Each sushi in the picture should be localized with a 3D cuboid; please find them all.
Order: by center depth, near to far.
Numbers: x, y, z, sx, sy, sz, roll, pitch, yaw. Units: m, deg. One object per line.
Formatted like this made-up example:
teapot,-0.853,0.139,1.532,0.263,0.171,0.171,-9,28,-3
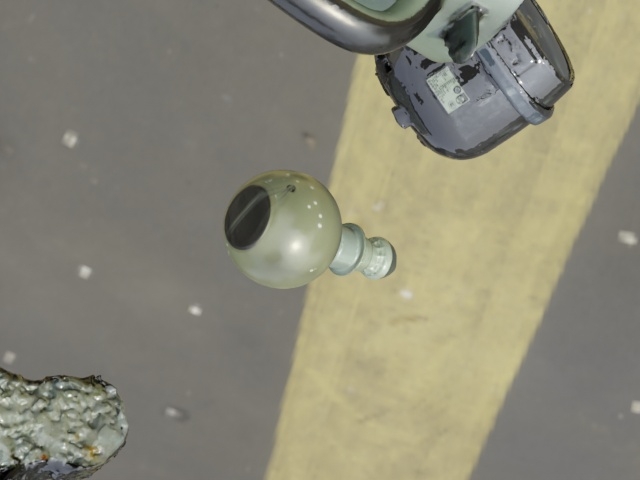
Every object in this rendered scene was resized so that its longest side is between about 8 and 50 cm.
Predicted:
sushi,-0.326,0.227,1.702,0.213,0.147,0.115,0,154,-23

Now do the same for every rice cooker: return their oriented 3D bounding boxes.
rice cooker,0.205,-0.246,2.066,0.224,0.267,0.267,-31,124,19

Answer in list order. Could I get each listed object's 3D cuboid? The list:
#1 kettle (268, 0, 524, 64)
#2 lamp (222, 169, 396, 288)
kettle,0.013,-0.221,0.935,0.255,0.240,0.165,28,139,-26
lamp,0.000,0.000,1.174,0.091,0.091,0.163,-19,156,39
